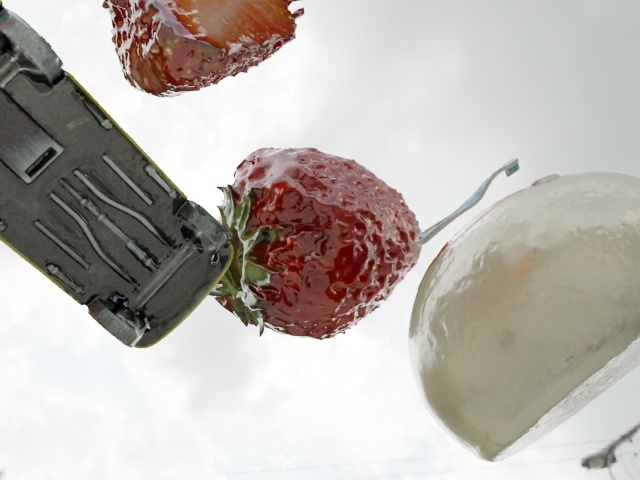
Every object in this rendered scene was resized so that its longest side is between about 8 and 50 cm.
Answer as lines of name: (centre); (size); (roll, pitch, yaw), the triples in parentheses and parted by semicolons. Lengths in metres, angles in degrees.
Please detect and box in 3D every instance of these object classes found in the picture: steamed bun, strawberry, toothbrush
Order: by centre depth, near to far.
strawberry: (-0.113, -0.171, 0.574); (0.175, 0.236, 0.107); (30, -57, 2)
steamed bun: (0.197, 0.052, 0.624); (0.283, 0.177, 0.283); (-29, -28, -17)
toothbrush: (0.154, -0.042, 0.723); (0.162, 0.014, 0.017); (-35, -64, -24)
strawberry: (0.000, 0.000, 0.875); (0.276, 0.257, 0.257); (-5, -49, -38)

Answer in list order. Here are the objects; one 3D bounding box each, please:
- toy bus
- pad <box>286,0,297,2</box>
toy bus: (-0.231, -0.051, 0.619); (0.144, 0.152, 0.330); (-48, -53, -12)
pad: (-0.013, -0.333, 0.640); (0.142, 0.003, 0.212); (6, -73, 36)
